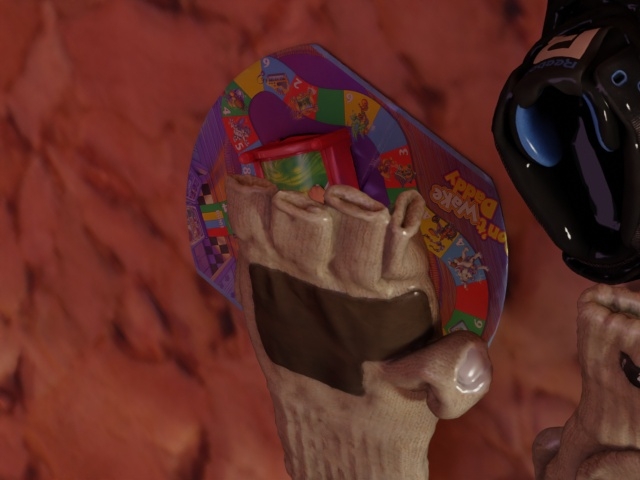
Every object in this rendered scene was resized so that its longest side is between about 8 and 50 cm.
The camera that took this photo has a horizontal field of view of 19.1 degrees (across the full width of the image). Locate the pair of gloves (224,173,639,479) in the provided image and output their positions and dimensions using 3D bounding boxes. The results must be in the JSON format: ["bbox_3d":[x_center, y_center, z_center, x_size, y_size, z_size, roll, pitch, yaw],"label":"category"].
[{"bbox_3d":[0.069,0.063,0.727,0.240,0.042,0.204,19,144,29],"label":"pair of gloves"}]

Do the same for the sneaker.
[{"bbox_3d":[0.104,-0.092,0.657,0.079,0.121,0.217,-6,100,36],"label":"sneaker"}]

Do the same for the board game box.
[{"bbox_3d":[0.000,0.000,0.815,0.168,0.033,0.133,39,123,20],"label":"board game box"}]
